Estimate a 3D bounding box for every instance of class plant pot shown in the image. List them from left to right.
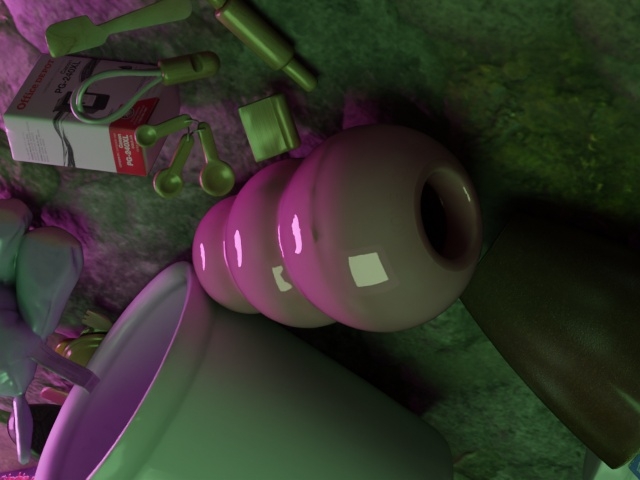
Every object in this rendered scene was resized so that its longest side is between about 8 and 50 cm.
[{"bbox_3d":[0.263,0.079,1.317,0.230,0.215,0.215,34,136,6],"label":"plant pot"}]

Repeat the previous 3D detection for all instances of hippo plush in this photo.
[{"bbox_3d":[-0.389,0.088,1.565,0.294,0.234,0.236,42,164,-3],"label":"hippo plush"}]

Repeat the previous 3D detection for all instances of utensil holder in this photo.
[{"bbox_3d":[-0.086,0.259,1.512,0.385,0.327,0.327,33,135,-19],"label":"utensil holder"}]

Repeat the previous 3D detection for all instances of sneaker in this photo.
[{"bbox_3d":[-0.355,0.281,1.752,0.130,0.087,0.227,-14,155,34],"label":"sneaker"}]

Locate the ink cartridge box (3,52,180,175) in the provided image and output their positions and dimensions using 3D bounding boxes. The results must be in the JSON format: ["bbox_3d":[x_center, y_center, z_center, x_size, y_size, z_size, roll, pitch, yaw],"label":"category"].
[{"bbox_3d":[-0.234,-0.131,1.323,0.151,0.109,0.063,8,136,11],"label":"ink cartridge box"}]

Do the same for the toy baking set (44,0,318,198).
[{"bbox_3d":[-0.128,-0.152,1.241,0.256,0.197,0.030,45,175,-21],"label":"toy baking set"}]

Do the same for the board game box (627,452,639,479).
[{"bbox_3d":[0.467,0.109,1.239,0.078,0.233,0.347,49,141,23],"label":"board game box"}]

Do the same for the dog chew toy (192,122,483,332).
[{"bbox_3d":[0.000,0.000,1.320,0.332,0.206,0.206,-12,129,42],"label":"dog chew toy"}]

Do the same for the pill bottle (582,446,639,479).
[{"bbox_3d":[0.440,0.258,1.450,0.265,0.153,0.153,16,136,2],"label":"pill bottle"}]

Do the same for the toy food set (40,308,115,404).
[{"bbox_3d":[-0.279,0.157,1.681,0.132,0.038,0.192,23,131,-15],"label":"toy food set"}]

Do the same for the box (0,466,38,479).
[{"bbox_3d":[-0.404,0.410,1.960,0.233,0.044,0.159,-14,128,29],"label":"box"}]
